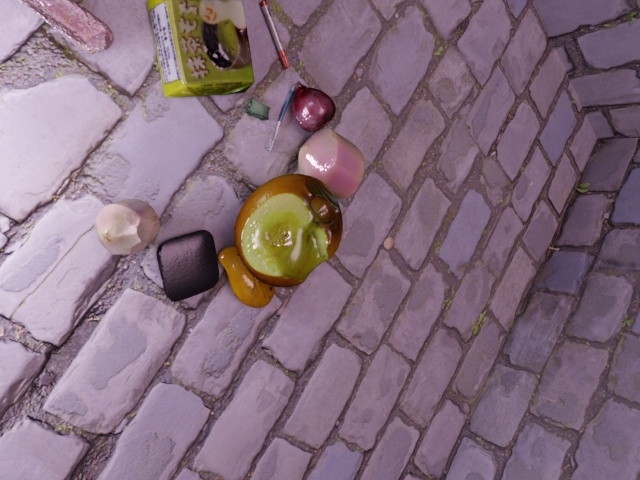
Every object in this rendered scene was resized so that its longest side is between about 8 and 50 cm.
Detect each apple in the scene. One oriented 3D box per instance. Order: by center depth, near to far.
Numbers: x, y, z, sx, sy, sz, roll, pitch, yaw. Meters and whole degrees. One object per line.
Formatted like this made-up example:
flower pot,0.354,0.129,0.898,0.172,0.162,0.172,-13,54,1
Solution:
apple,-0.094,-0.034,1.603,0.374,0.374,0.384,31,37,-34

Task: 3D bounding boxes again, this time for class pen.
pen,-0.162,-0.738,1.711,0.028,0.028,0.239,-33,113,-29

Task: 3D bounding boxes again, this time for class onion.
onion,-0.037,-0.501,1.760,0.159,0.159,0.195,-35,92,-28

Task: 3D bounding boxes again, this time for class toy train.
toy train,-0.222,-0.463,1.690,0.093,0.038,0.056,16,83,-36

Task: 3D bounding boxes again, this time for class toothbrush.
toothbrush,-0.146,-0.458,1.758,0.025,0.019,0.275,24,81,-27

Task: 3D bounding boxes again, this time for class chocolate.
chocolate,-0.364,-0.620,1.508,0.289,0.137,0.300,-16,104,-34

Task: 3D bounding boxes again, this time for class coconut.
coconut,-0.566,-0.037,1.388,0.171,0.183,0.170,2,108,7
coconut,0.025,-0.290,1.785,0.245,0.233,0.233,24,81,-36

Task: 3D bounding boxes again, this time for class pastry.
pastry,-0.699,-0.615,1.288,0.265,0.112,0.102,39,80,-40

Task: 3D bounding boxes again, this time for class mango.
mango,-0.255,0.127,1.685,0.157,0.109,0.262,-42,115,-21

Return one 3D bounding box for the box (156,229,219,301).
box,-0.438,0.083,1.588,0.201,0.042,0.212,-19,107,-33
